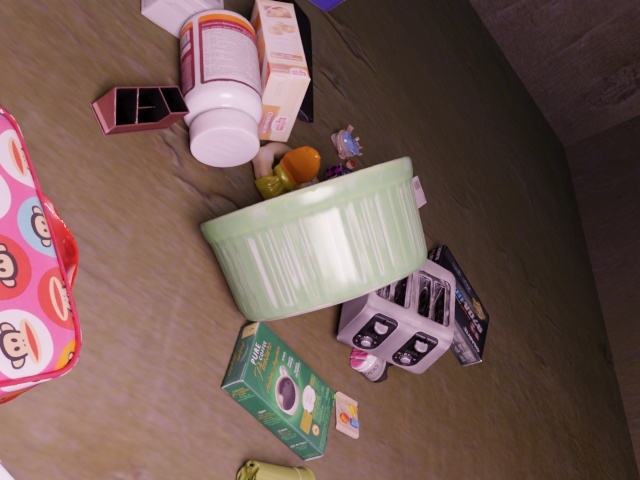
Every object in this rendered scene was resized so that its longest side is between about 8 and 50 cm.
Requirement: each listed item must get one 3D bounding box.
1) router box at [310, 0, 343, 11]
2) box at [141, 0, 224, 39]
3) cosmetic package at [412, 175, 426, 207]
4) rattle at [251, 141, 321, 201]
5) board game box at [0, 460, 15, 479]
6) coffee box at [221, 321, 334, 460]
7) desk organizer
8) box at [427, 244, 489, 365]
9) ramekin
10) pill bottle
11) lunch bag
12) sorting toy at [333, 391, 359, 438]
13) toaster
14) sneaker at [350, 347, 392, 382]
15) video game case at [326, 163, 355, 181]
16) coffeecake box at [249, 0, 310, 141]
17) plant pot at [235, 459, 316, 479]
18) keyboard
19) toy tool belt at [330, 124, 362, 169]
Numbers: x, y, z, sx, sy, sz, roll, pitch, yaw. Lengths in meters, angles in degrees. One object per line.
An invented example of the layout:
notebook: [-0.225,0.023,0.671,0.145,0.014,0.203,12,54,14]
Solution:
router box: [-0.081,-0.714,1.552,0.335,0.082,0.301,14,58,-54]
box: [-0.217,-0.389,1.099,0.102,0.087,0.101,24,49,-48]
cosmetic package: [0.095,-0.047,1.233,0.239,0.099,0.060,-33,107,-54]
rattle: [-0.012,-0.125,1.190,0.200,0.143,0.130,6,50,-50]
board game box: [-0.234,0.321,0.510,0.275,0.142,0.144,57,31,-14]
coffee box: [-0.054,0.209,0.976,0.184,0.040,0.113,48,34,-28]
desk organizer: [-0.241,-0.179,0.947,0.130,0.050,0.047,-24,90,-60]
box: [0.301,0.143,1.571,0.220,0.051,0.175,57,31,-15]
ramekin: [0.000,0.000,0.966,0.303,0.303,0.148,-24,97,-60]
pill bottle: [-0.150,-0.229,1.058,0.121,0.121,0.221,26,48,-48]
lunch bag: [-0.330,0.004,0.608,0.258,0.120,0.293,-1,70,-59]
sorting toy: [0.036,0.271,1.101,0.083,0.012,0.062,39,40,-38]
toaster: [0.130,0.106,1.169,0.168,0.110,0.185,26,47,-14]
sneaker: [0.107,0.183,1.229,0.074,0.063,0.170,53,37,-20]
video game case: [0.094,-0.010,1.341,0.232,0.042,0.210,24,58,-48]
coffeecake box: [-0.080,-0.280,1.154,0.068,0.142,0.185,2,54,-20]
plant pot: [-0.062,0.310,0.867,0.079,0.083,0.083,30,43,-26]
keyboard: [-0.077,-0.392,1.382,0.201,0.033,0.317,41,37,-45]
toy tool belt: [0.061,-0.191,1.431,0.083,0.051,0.052,64,30,-4]
